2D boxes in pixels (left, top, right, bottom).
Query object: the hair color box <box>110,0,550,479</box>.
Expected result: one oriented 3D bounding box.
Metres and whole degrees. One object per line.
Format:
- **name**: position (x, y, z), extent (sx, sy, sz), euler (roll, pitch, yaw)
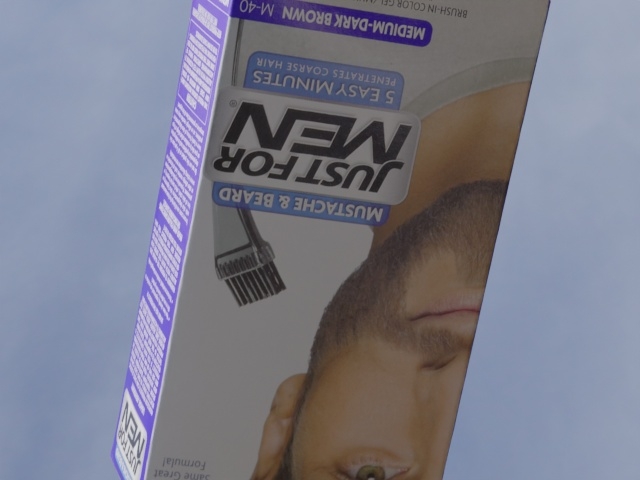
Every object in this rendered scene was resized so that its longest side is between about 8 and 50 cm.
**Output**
- **hair color box**: position (0.000, 0.000, 1.086), extent (0.185, 0.110, 0.338), euler (6, -74, -17)
